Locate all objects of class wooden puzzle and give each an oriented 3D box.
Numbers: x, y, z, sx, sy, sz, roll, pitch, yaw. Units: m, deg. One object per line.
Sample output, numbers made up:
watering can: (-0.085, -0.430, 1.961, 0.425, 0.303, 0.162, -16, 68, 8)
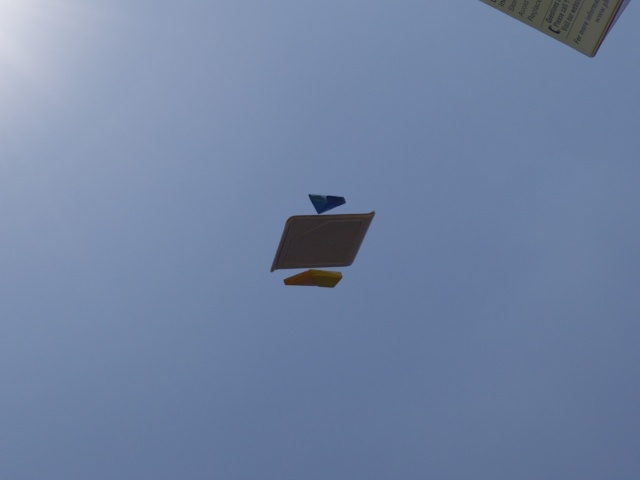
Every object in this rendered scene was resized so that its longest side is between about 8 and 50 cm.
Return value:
wooden puzzle: (0.000, 0.000, 0.779, 0.078, 0.116, 0.014, -2, -125, -26)

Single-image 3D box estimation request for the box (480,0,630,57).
box: (0.157, -0.287, 0.784, 0.243, 0.117, 0.213, 30, -129, 11)
